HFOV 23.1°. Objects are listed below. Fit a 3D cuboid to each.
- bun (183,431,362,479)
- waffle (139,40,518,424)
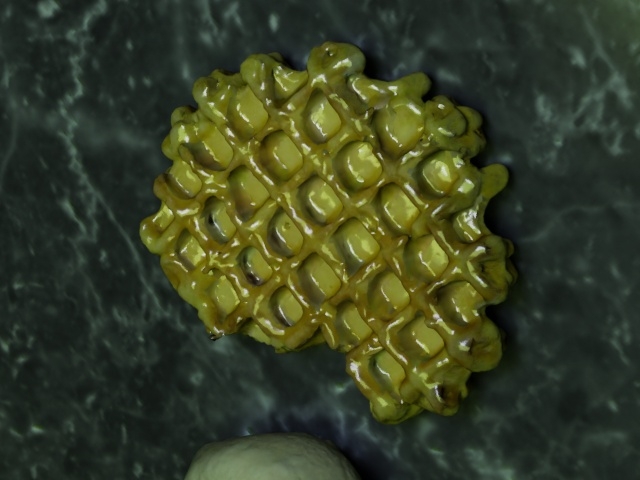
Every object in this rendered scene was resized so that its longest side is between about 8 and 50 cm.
[{"bbox_3d":[-0.029,0.209,1.039,0.164,0.111,0.188,30,119,37],"label":"bun"},{"bbox_3d":[0.000,0.000,0.995,0.253,0.056,0.249,-4,100,26],"label":"waffle"}]
